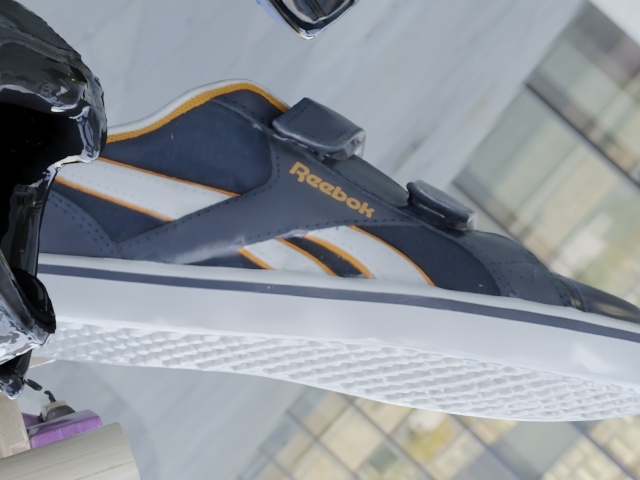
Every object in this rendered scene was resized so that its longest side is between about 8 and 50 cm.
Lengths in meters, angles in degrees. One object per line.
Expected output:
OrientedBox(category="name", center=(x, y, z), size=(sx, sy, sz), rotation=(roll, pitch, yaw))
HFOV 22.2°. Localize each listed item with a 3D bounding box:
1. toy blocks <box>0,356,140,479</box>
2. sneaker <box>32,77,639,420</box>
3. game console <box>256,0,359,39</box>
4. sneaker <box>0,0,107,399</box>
OrientedBox(category="toy blocks", center=(-0.275, 0.058, 0.913), size=(0.260, 0.288, 0.309), rotation=(-18, 180, -15))
OrientedBox(category="sneaker", center=(0.000, 0.000, 0.723), size=(0.126, 0.321, 0.127), rotation=(102, -3, -72))
OrientedBox(category="game console", center=(-0.035, -0.266, 0.827), size=(0.173, 0.293, 0.250), rotation=(-38, -170, 2))
OrientedBox(category="sneaker", center=(-0.159, 0.030, 0.485), size=(0.276, 0.135, 0.097), rotation=(-59, 157, -14))
